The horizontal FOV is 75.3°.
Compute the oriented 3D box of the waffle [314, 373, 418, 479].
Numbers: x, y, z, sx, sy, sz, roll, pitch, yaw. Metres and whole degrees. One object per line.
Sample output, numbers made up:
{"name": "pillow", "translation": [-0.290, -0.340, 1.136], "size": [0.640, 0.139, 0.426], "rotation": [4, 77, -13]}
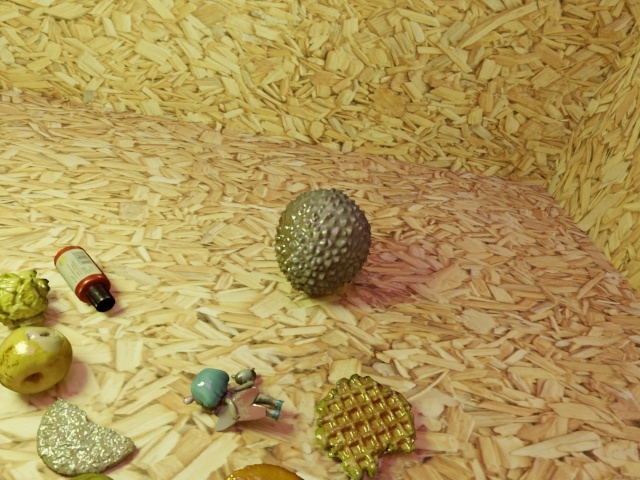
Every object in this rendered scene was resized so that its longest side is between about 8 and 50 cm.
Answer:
{"name": "waffle", "translation": [0.131, 0.512, 1.161], "size": [0.281, 0.058, 0.300], "rotation": [32, 41, 26]}

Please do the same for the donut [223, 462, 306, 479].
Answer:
{"name": "donut", "translation": [-0.130, 0.638, 0.860], "size": [0.303, 0.110, 0.303], "rotation": [8, 35, -6]}

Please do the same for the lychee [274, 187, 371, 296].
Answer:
{"name": "lychee", "translation": [0.000, 0.000, 1.545], "size": [0.380, 0.380, 0.432], "rotation": [22, 55, 12]}

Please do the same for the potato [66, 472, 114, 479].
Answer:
{"name": "potato", "translation": [-0.507, 0.557, 0.823], "size": [0.200, 0.137, 0.154], "rotation": [-15, 44, -32]}

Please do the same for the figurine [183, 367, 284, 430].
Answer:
{"name": "figurine", "translation": [-0.225, 0.411, 1.142], "size": [0.260, 0.103, 0.205], "rotation": [15, 36, 3]}

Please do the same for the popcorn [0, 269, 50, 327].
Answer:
{"name": "popcorn", "translation": [-0.894, 0.160, 1.218], "size": [0.173, 0.168, 0.195], "rotation": [-41, 41, -6]}

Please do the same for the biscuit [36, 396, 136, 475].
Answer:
{"name": "biscuit", "translation": [-0.583, 0.483, 0.989], "size": [0.250, 0.032, 0.133], "rotation": [24, 38, 12]}

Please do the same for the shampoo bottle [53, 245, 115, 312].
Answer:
{"name": "shampoo bottle", "translation": [-0.758, 0.130, 1.347], "size": [0.278, 0.104, 0.104], "rotation": [36, 41, 29]}

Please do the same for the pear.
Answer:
{"name": "pear", "translation": [-0.740, 0.300, 1.073], "size": [0.178, 0.178, 0.178], "rotation": [9, 36, -6]}
